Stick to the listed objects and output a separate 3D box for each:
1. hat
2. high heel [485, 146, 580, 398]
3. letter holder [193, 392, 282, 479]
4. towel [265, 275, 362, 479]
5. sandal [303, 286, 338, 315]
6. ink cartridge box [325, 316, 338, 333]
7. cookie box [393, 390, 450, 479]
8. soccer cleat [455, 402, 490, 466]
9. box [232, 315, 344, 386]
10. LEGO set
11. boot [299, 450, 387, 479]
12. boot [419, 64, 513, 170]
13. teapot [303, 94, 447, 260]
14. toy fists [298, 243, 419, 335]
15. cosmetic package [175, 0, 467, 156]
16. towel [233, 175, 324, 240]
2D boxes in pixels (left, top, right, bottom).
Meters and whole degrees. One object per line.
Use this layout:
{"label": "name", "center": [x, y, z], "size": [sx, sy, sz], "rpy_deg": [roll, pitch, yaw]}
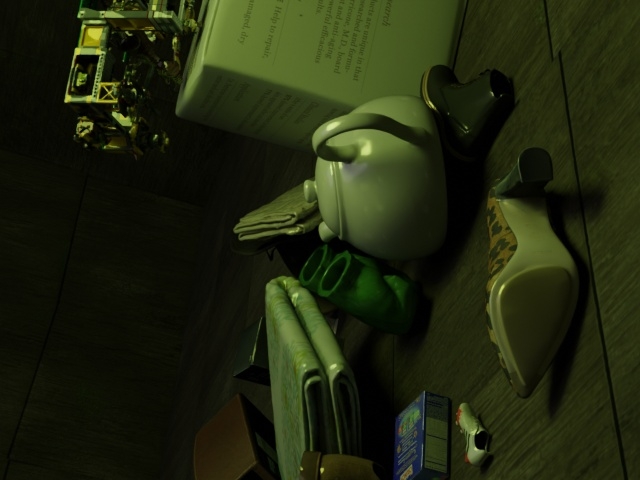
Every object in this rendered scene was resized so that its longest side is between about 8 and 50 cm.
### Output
{"label": "hat", "center": [0.000, 0.000, 1.846], "size": [0.331, 0.331, 0.134], "rpy_deg": [-129, 17, -74]}
{"label": "high heel", "center": [0.220, 0.044, 1.132], "size": [0.186, 0.093, 0.261], "rpy_deg": [81, -166, -79]}
{"label": "letter holder", "center": [-0.155, 0.439, 1.819], "size": [0.214, 0.152, 0.302], "rpy_deg": [-42, 16, 2]}
{"label": "towel", "center": [-0.012, 0.261, 1.562], "size": [0.374, 0.090, 0.321], "rpy_deg": [-125, 31, -69]}
{"label": "sandal", "center": [-0.002, 0.102, 1.942], "size": [0.240, 0.088, 0.079], "rpy_deg": [-82, 4, -60]}
{"label": "ink cartridge box", "center": [0.005, 0.169, 1.927], "size": [0.083, 0.028, 0.048], "rpy_deg": [143, 141, -68]}
{"label": "cookie box", "center": [0.126, 0.257, 1.297], "size": [0.092, 0.040, 0.107], "rpy_deg": [124, 158, -52]}
{"label": "soccer cleat", "center": [0.175, 0.217, 1.176], "size": [0.035, 0.029, 0.083], "rpy_deg": [-52, 28, 38]}
{"label": "box", "center": [-0.061, 0.211, 1.864], "size": [0.156, 0.158, 0.093], "rpy_deg": [140, 144, -67]}
{"label": "LEGO set", "center": [-0.271, -0.295, 1.693], "size": [0.255, 0.192, 0.331], "rpy_deg": [64, -147, -62]}
{"label": "boot", "center": [0.035, 0.425, 1.361], "size": [0.112, 0.115, 0.305], "rpy_deg": [-69, -21, -74]}
{"label": "boot", "center": [0.212, -0.211, 1.453], "size": [0.137, 0.076, 0.198], "rpy_deg": [-56, 34, 40]}
{"label": "teapot", "center": [0.069, -0.084, 1.462], "size": [0.252, 0.187, 0.256], "rpy_deg": [-105, 9, -68]}
{"label": "toy fists", "center": [0.066, 0.070, 1.557], "size": [0.096, 0.142, 0.279], "rpy_deg": [-58, 13, -4]}
{"label": "cosmetic package", "center": [-0.005, -0.345, 1.763], "size": [0.329, 0.393, 0.327], "rpy_deg": [154, 130, -72]}
{"label": "towel", "center": [0.003, -0.072, 1.732], "size": [0.187, 0.282, 0.049], "rpy_deg": [-7, 111, 52]}
